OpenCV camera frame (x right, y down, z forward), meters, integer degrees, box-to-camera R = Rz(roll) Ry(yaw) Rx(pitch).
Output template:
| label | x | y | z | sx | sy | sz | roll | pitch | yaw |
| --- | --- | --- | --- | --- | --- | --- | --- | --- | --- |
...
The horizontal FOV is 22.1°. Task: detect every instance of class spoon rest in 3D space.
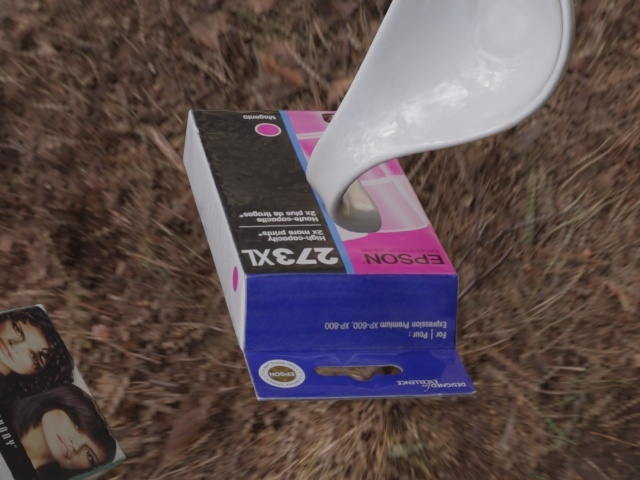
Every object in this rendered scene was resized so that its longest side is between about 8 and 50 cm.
| label | x | y | z | sx | sy | sz | roll | pitch | yaw |
| --- | --- | --- | --- | --- | --- | --- | --- | --- | --- |
| spoon rest | 0.072 | -0.099 | 1.115 | 0.137 | 0.084 | 0.276 | 57 | 133 | 19 |

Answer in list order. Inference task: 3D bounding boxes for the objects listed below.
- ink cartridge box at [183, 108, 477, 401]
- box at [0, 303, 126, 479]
| label | x | y | z | sx | sy | sz | roll | pitch | yaw |
| --- | --- | --- | --- | --- | --- | --- | --- | --- | --- |
| ink cartridge box | 0.000 | 0.000 | 1.360 | 0.175 | 0.371 | 0.069 | 0 | 124 | -15 |
| box | -0.194 | 0.099 | 0.778 | 0.060 | 0.244 | 0.100 | -33 | 82 | 21 |
